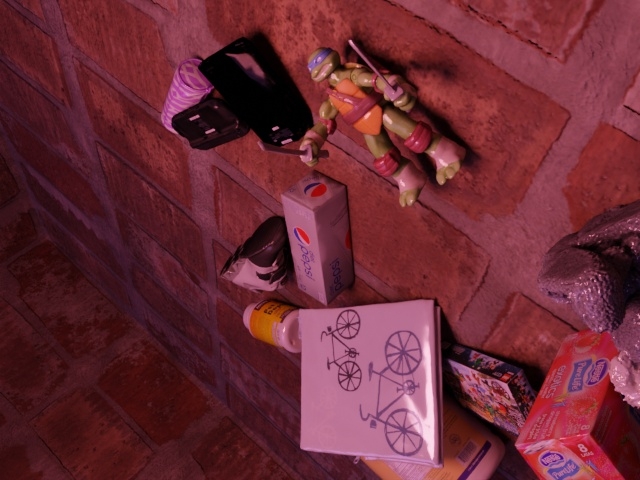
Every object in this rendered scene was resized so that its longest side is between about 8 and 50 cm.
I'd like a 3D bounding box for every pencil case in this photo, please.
[{"bbox_3d":[-0.288,-0.303,1.412,0.088,0.086,0.206,49,151,2],"label":"pencil case"}]

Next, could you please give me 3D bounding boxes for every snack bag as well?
[{"bbox_3d":[0.093,0.293,1.352,0.343,0.037,0.322,-8,77,34],"label":"snack bag"}]

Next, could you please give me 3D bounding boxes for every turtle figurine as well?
[{"bbox_3d":[0.067,-0.150,0.957,0.266,0.198,0.274,38,-164,-15],"label":"turtle figurine"}]

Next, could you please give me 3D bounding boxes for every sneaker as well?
[{"bbox_3d":[-0.123,0.048,1.598,0.146,0.122,0.330,35,152,-11],"label":"sneaker"}]

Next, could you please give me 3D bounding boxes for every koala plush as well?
[{"bbox_3d":[0.405,0.082,0.829,0.221,0.196,0.203,49,171,-2],"label":"koala plush"}]

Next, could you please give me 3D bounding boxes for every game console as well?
[{"bbox_3d":[-0.188,-0.258,1.294,0.361,0.044,0.213,-8,131,48],"label":"game console"}]

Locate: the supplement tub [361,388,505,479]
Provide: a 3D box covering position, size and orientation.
[{"bbox_3d":[0.207,0.429,1.442,0.331,0.241,0.241,40,150,17],"label":"supplement tub"}]

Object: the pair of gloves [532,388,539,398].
[{"bbox_3d":[0.481,0.378,1.208,0.204,0.042,0.240,21,141,41],"label":"pair of gloves"}]

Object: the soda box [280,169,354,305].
[{"bbox_3d":[0.000,0.000,1.364,0.091,0.098,0.286,30,146,32],"label":"soda box"}]

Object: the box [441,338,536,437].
[{"bbox_3d":[0.327,0.291,1.270,0.159,0.044,0.233,61,161,-18],"label":"box"}]

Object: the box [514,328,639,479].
[{"bbox_3d":[0.397,0.241,0.924,0.128,0.257,0.123,52,137,-5],"label":"box"}]

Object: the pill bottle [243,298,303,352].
[{"bbox_3d":[-0.117,0.226,1.775,0.215,0.117,0.117,9,132,49],"label":"pill bottle"}]
